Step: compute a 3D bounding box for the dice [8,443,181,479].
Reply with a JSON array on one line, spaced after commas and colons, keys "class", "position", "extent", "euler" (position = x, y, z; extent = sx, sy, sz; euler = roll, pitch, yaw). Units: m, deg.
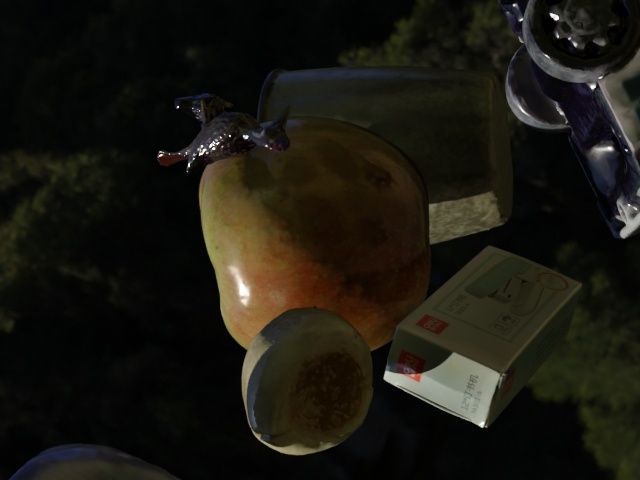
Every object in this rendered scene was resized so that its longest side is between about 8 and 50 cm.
[{"class": "dice", "position": [-0.206, 0.362, 1.191], "extent": [0.271, 0.270, 0.270], "euler": [-52, -5, -42]}]

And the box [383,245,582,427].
[{"class": "box", "position": [0.191, 0.104, 1.573], "extent": [0.269, 0.135, 0.079], "euler": [-35, -38, -54]}]

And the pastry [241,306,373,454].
[{"class": "pastry", "position": [-0.017, 0.146, 1.432], "extent": [0.156, 0.092, 0.156], "euler": [-10, -75, -39]}]

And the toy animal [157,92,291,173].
[{"class": "toy animal", "position": [-0.102, -0.119, 1.576], "extent": [0.070, 0.202, 0.105], "euler": [32, -105, -45]}]

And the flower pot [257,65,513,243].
[{"class": "flower pot", "position": [0.099, -0.113, 1.980], "extent": [0.293, 0.330, 0.293], "euler": [-3, -90, -74]}]

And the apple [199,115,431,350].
[{"class": "apple", "position": [0.000, 0.000, 1.702], "extent": [0.319, 0.277, 0.319], "euler": [170, 90, -87]}]

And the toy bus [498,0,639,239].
[{"class": "toy bus", "position": [0.233, -0.244, 1.063], "extent": [0.249, 0.439, 0.209], "euler": [-24, -9, 0]}]
